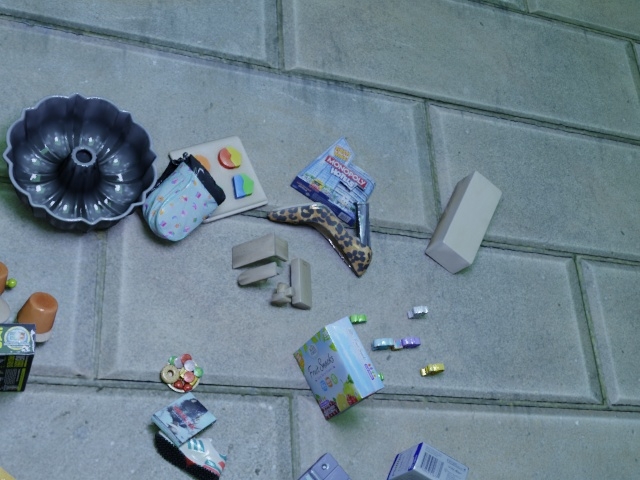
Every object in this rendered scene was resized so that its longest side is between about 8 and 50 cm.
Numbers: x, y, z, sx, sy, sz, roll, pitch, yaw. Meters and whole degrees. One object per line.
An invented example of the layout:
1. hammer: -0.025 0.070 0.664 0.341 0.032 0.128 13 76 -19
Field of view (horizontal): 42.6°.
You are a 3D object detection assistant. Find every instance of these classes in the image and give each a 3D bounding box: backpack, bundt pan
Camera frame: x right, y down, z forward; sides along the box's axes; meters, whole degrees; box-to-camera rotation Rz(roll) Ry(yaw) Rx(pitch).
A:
1. backpack: -0.318 -0.088 1.860 0.182 0.115 0.152 -42 123 -9
2. bundt pan: -0.536 -0.160 1.828 0.330 0.124 0.331 10 62 -20

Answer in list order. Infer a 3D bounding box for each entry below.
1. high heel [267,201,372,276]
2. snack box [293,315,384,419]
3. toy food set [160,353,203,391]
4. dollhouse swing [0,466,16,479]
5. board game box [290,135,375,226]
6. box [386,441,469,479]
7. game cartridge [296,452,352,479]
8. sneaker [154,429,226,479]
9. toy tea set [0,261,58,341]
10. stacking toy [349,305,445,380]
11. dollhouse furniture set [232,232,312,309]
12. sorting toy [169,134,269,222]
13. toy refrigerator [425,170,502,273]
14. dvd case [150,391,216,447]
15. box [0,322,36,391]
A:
1. high heel: 0.000 0.000 2.025 0.261 0.093 0.186 -1 91 -7
2. snack box: 0.036 0.285 1.810 0.070 0.207 0.175 -20 76 -31
3. toy food set: -0.298 0.286 1.773 0.083 0.020 0.083 39 56 -2
4. dollhouse swing: -0.711 0.505 1.334 0.347 0.315 0.305 41 36 -1
5. board game box: 0.051 -0.168 2.131 0.194 0.060 0.194 33 57 -6
6. box: 0.238 0.520 1.825 0.126 0.137 0.072 31 56 -7
7. game cartridge: -0.031 0.641 1.695 0.230 0.068 0.355 47 56 8
8. sneaker: -0.266 0.433 1.702 0.161 0.057 0.075 34 37 -1
9. toy tea set: -0.701 0.121 1.645 0.336 0.124 0.200 33 27 -2
10. stacking toy: 0.184 0.250 1.987 0.221 0.052 0.167 -2 66 -24
11. dollhouse furniture set: -0.115 0.087 1.950 0.151 0.123 0.144 31 48 -50
12. sorting toy: -0.245 -0.157 2.006 0.193 0.038 0.208 -19 74 -30
13. toy refrigerator: 0.384 -0.049 2.204 0.102 0.094 0.270 37 57 -12
14. dvd case: -0.283 0.371 1.706 0.087 0.013 0.119 42 34 16
15. box: -0.645 0.218 1.504 0.216 0.270 0.060 3 66 -22
